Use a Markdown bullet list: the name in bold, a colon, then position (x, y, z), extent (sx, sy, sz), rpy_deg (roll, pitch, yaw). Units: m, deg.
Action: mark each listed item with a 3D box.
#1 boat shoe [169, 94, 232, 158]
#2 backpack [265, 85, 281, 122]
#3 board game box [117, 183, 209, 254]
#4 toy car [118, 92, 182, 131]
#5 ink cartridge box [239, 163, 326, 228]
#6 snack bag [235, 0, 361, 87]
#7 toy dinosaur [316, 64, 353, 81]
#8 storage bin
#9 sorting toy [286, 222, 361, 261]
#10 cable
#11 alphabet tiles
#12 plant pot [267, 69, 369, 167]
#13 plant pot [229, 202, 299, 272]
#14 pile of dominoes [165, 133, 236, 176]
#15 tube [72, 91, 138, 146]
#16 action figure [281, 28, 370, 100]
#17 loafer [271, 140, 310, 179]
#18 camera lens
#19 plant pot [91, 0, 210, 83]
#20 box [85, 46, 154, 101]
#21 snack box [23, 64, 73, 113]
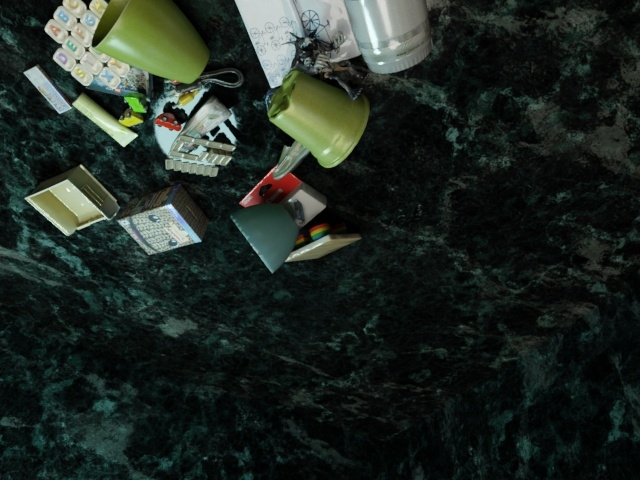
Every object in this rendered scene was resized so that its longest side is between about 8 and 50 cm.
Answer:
- **boat shoe**: position (-0.460, -0.403, 1.819), extent (0.103, 0.118, 0.320), rpy_deg (38, 121, -21)
- **backpack**: position (-0.140, -0.486, 1.712), extent (0.105, 0.084, 0.114), rpy_deg (-3, 139, 9)
- **board game box**: position (-0.685, -0.088, 2.136), extent (0.291, 0.141, 0.232), rpy_deg (-15, 131, 21)
- **toy car**: position (-0.640, -0.476, 1.760), extent (0.239, 0.053, 0.225), rpy_deg (6, 165, 2)
- **ink cartridge box**: position (-0.165, -0.150, 2.059), extent (0.261, 0.066, 0.296), rpy_deg (33, 129, -24)
- **snack bag**: position (-0.062, -0.676, 1.521), extent (0.343, 0.037, 0.322), rpy_deg (-11, 123, 17)
- **toy dinosaur**: position (0.011, -0.578, 1.626), extent (0.183, 0.053, 0.092), rpy_deg (18, 132, -10)
- **storage bin**: position (-1.074, -0.166, 2.125), extent (0.263, 0.123, 0.260), rpy_deg (-17, 129, 22)
- **sorting toy**: position (0.000, 0.000, 2.086), extent (0.256, 0.089, 0.257), rpy_deg (-25, 168, 32)
- **cable**: position (-0.413, -0.568, 1.704), extent (0.288, 0.072, 0.139), rpy_deg (-15, 99, 3)
- **alphabet tiles**: position (-0.760, -0.659, 1.619), extent (0.284, 0.021, 0.278), rpy_deg (-39, 111, 22)
- **plant pot**: position (-0.023, -0.419, 1.600), extent (0.254, 0.275, 0.276), rpy_deg (24, 133, -30)
- **plant pot**: position (-0.202, -0.040, 1.967), extent (0.195, 0.290, 0.290), rpy_deg (-36, 127, -6)
- **pile of dominoes**: position (-0.463, -0.329, 1.852), extent (0.251, 0.040, 0.196), rpy_deg (4, 147, -44)
- **tube**: position (-0.822, -0.459, 1.853), extent (0.240, 0.062, 0.070), rpy_deg (43, 166, -35)
- **action figure**: position (0.021, -0.554, 1.470), extent (0.276, 0.164, 0.141), rpy_deg (32, 161, -12)
- **loafer**: position (-0.107, -0.333, 1.869), extent (0.251, 0.094, 0.087), rpy_deg (-41, 93, 26)
- **camera lens**: position (0.195, -0.658, 1.405), extent (0.220, 0.219, 0.274), rpy_deg (-11, 132, 17)
- **plant pot**: position (-0.506, -0.633, 1.522), extent (0.275, 0.274, 0.294), rpy_deg (-31, 138, 32)
- **box**: position (-0.713, -0.593, 1.713), extent (0.233, 0.044, 0.159), rpy_deg (11, 134, -4)
- **snack box**: position (-1.007, -0.559, 1.801), extent (0.064, 0.022, 0.178), rpy_deg (-15, 130, 20)
